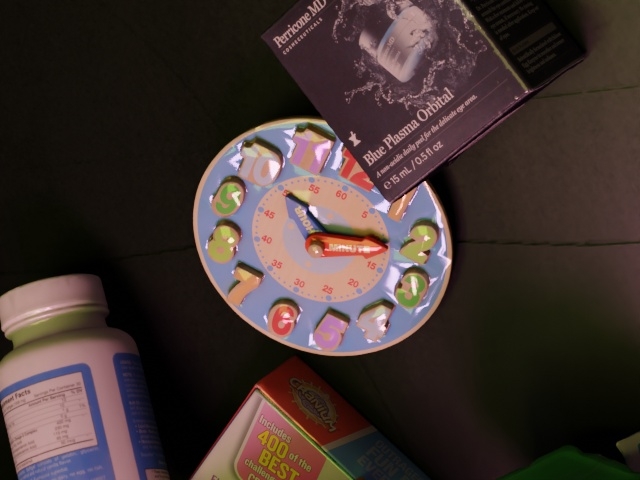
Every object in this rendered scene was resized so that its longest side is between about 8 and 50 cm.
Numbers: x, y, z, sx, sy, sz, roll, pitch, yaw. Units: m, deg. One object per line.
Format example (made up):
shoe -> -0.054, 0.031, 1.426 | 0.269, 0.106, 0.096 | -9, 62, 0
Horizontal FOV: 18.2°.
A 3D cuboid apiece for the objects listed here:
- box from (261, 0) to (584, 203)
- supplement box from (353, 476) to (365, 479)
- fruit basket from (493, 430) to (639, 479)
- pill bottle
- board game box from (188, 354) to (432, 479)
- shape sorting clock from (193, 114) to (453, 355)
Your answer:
box -> 0.071, -0.138, 1.420 | 0.156, 0.093, 0.158 | -39, 87, 38
supplement box -> -0.006, 0.327, 1.575 | 0.191, 0.129, 0.194 | -34, 91, 38
fruit basket -> 0.164, 0.343, 1.463 | 0.165, 0.327, 0.353 | 24, 131, 55
pill bottle -> -0.202, 0.146, 1.678 | 0.124, 0.124, 0.221 | -25, 73, 38
board game box -> -0.021, 0.285, 1.690 | 0.242, 0.064, 0.316 | 43, 127, 9
shape sorting clock -> 0.000, 0.000, 1.532 | 0.206, 0.040, 0.206 | 6, 116, 13
